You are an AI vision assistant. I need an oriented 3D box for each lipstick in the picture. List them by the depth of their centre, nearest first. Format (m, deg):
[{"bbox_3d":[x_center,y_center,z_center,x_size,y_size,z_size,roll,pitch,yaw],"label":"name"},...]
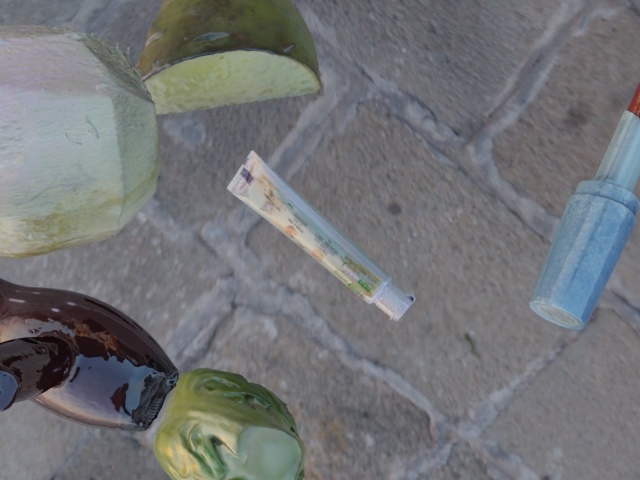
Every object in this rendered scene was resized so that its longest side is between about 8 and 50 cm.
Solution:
[{"bbox_3d":[0.287,-0.045,1.089,0.061,0.068,0.274,41,71,-43],"label":"lipstick"}]

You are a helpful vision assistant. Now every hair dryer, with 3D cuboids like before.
[{"bbox_3d":[-0.307,0.094,1.011,0.313,0.340,0.123,25,92,6],"label":"hair dryer"}]

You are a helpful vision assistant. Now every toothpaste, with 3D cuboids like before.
[{"bbox_3d":[0.000,0.000,1.556,0.314,0.056,0.058,41,79,7],"label":"toothpaste"}]

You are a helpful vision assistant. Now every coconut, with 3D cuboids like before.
[{"bbox_3d":[-0.223,-0.076,0.823,0.194,0.194,0.194,0,107,-1],"label":"coconut"}]

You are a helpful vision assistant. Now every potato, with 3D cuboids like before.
[{"bbox_3d":[-0.148,-0.312,1.524,0.270,0.255,0.112,-7,144,-7],"label":"potato"}]

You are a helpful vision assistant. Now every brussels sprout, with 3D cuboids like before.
[{"bbox_3d":[-0.112,0.262,1.422,0.223,0.223,0.161,36,90,-11],"label":"brussels sprout"}]
